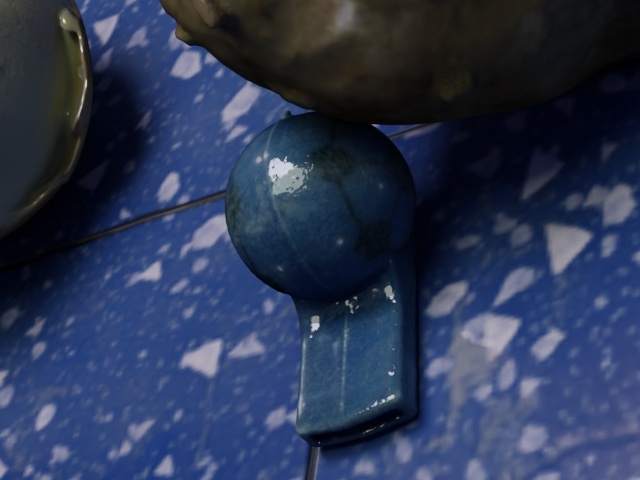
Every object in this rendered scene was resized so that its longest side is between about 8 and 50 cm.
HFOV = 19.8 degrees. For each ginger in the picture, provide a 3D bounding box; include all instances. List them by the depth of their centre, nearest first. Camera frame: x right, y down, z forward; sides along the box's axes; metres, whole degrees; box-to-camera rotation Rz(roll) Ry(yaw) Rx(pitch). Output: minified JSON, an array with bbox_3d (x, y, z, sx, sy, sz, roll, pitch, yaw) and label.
[{"bbox_3d":[0.050,-0.175,0.814,0.245,0.155,0.304,2,37,4],"label":"ginger"}]

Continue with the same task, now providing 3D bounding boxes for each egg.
[{"bbox_3d":[-0.233,-0.088,0.974,0.244,0.201,0.201,7,61,57],"label":"egg"}]

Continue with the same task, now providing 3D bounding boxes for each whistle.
[{"bbox_3d":[0.000,0.000,0.779,0.090,0.090,0.158,-22,44,26],"label":"whistle"}]
